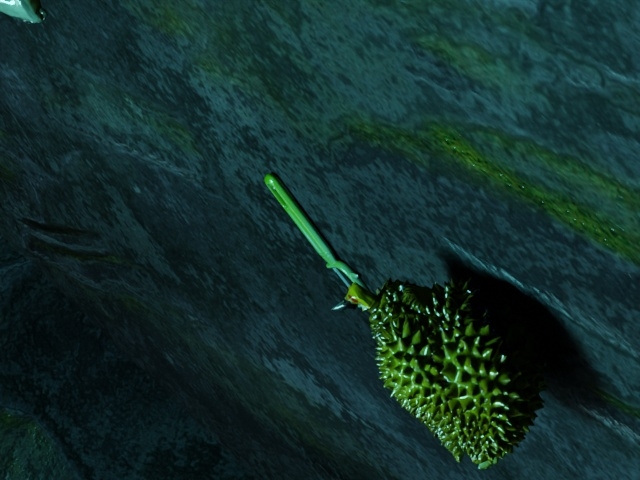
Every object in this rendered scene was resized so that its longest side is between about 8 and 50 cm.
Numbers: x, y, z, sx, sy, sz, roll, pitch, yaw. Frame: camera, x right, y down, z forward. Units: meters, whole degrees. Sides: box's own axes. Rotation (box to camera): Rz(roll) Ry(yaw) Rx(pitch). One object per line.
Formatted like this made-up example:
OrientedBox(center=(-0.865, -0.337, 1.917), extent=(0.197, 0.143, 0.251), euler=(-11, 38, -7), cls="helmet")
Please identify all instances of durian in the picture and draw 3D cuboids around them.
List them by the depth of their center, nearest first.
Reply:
OrientedBox(center=(0.140, 0.105, 1.564), extent=(0.237, 0.193, 0.138), euler=(40, 121, -7), cls="durian")

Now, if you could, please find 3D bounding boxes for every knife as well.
OrientedBox(center=(-0.001, 0.001, 1.892), extent=(0.212, 0.015, 0.054), euler=(53, 161, -13), cls="knife")

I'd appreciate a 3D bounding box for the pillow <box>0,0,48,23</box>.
OrientedBox(center=(-0.500, -0.438, 1.980), extent=(0.312, 0.119, 0.310), euler=(29, 157, 47), cls="pillow")
